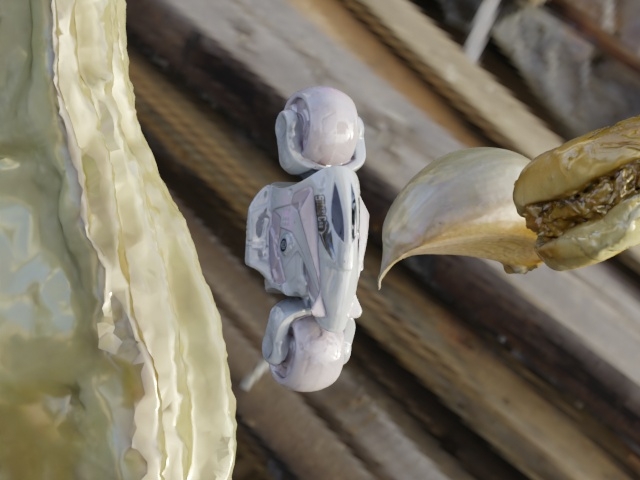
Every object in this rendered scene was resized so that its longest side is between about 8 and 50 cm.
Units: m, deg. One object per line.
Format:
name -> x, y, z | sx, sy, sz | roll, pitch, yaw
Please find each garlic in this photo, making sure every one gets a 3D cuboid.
garlic -> 0.175, -0.023, 1.796 | 0.245, 0.164, 0.145 | -4, 32, -35

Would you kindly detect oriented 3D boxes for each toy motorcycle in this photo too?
toy motorcycle -> 0.000, 0.000, 1.310 | 0.112, 0.254, 0.112 | 4, 3, 0

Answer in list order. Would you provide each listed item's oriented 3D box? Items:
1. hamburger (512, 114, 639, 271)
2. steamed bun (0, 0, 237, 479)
hamburger -> 0.274, -0.047, 1.403 | 0.214, 0.214, 0.108 | -15, 82, -40
steamed bun -> -0.175, -0.035, 0.664 | 0.189, 0.247, 0.428 | -12, 85, -82
